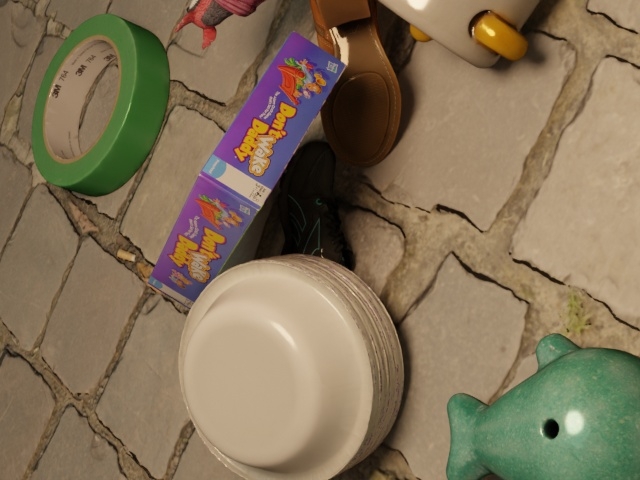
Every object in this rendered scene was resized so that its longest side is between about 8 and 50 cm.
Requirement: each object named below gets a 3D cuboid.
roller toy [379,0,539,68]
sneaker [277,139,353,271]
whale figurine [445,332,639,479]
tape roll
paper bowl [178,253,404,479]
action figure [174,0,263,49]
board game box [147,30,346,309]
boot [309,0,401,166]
[{"bbox_3d":[0.159,-0.300,1.182,0.146,0.209,0.191,-56,8,15],"label":"roller toy"},{"bbox_3d":[0.000,0.000,1.321,0.106,0.101,0.268,7,89,31],"label":"sneaker"},{"bbox_3d":[0.223,0.197,0.994,0.272,0.141,0.216,-10,71,42],"label":"whale figurine"},{"bbox_3d":[-0.401,-0.242,1.779,0.321,0.077,0.322,-16,66,39],"label":"tape roll"},{"bbox_3d":[-0.053,0.163,1.207,0.284,0.148,0.285,4,97,30],"label":"paper bowl"},{"bbox_3d":[-0.067,-0.407,1.296,0.275,0.248,0.370,37,111,23],"label":"action figure"},{"bbox_3d":[-0.103,-0.074,1.260,0.233,0.078,0.347,-61,5,-29],"label":"board game box"},{"bbox_3d":[0.036,-0.263,1.330,0.109,0.284,0.220,-14,30,7],"label":"boot"}]
